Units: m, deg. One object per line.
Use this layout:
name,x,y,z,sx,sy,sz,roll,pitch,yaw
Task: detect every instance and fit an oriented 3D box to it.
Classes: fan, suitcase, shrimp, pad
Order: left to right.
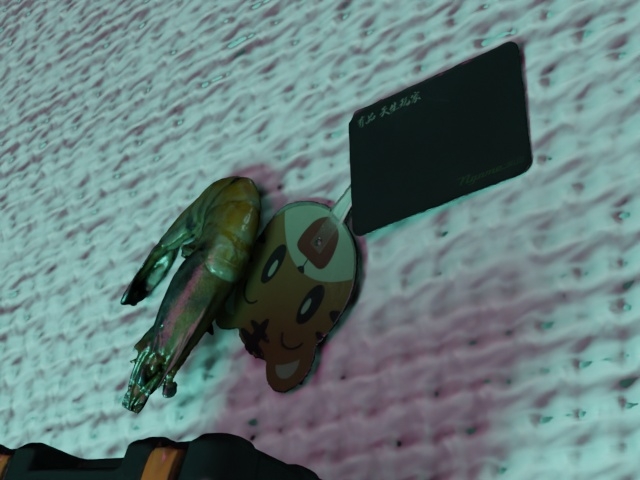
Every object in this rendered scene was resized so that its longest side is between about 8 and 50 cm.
shrimp,-0.121,0.041,1.088,0.150,0.051,0.217,8,67,57
suitcase,-0.089,0.189,0.851,0.285,0.206,0.066,-11,58,43
fan,0.000,0.000,1.009,0.227,0.008,0.152,-56,38,9
pad,0.083,-0.074,0.951,0.157,0.003,0.112,-22,56,34
